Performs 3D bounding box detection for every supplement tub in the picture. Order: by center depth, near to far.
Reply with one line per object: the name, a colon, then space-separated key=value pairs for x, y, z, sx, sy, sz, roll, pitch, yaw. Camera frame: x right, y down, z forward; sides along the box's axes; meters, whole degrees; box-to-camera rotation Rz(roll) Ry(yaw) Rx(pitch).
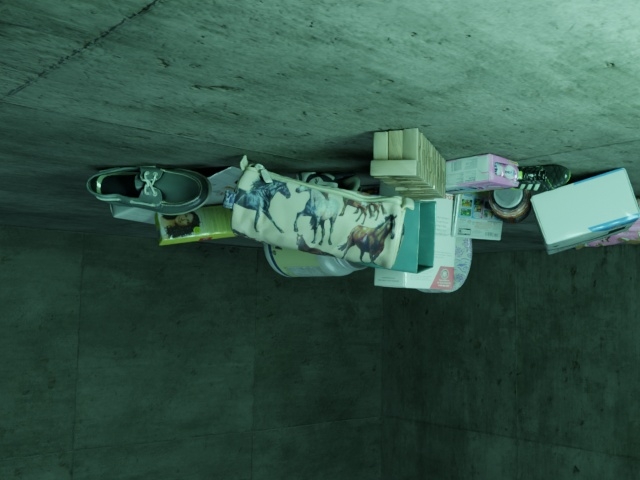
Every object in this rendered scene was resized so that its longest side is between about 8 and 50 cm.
supplement tub: x=0.485 y=-0.104 z=1.855 sx=0.106 sy=0.106 sz=0.198 roll=-1 pitch=175 yaw=17
supplement tub: x=0.000 y=0.000 z=2.357 sx=0.325 sy=0.235 sz=0.235 roll=-4 pitch=172 yaw=41

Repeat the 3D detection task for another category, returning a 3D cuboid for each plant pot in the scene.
plant pot: x=0.146 y=-0.018 z=1.762 sx=0.234 sy=0.165 sz=0.166 roll=4 pitch=-175 yaw=23

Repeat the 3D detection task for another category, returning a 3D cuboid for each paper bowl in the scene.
paper bowl: x=0.335 y=0.019 z=2.229 sx=0.148 sy=0.284 sz=0.284 roll=-3 pitch=173 yaw=41

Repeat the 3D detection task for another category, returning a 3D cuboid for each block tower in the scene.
block tower: x=0.191 y=-0.151 z=1.505 sx=0.091 sy=0.097 sz=0.335 roll=-1 pitch=176 yaw=19

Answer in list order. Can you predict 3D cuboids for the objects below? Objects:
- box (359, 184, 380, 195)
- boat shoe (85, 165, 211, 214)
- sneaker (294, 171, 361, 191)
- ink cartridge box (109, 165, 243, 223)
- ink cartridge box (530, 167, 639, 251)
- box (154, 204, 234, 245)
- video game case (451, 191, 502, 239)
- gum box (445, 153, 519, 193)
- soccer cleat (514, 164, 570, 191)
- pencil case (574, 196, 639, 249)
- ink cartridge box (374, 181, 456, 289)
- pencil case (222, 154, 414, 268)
box: x=0.118 y=-0.132 z=2.039 sx=0.137 sy=0.027 sz=0.094 roll=-2 pitch=175 yaw=26
boat shoe: x=-0.425 y=-0.126 z=1.780 sx=0.320 sy=0.116 sz=0.099 roll=5 pitch=180 yaw=18
sneaker: x=0.055 y=-0.119 z=1.840 sx=0.153 sy=0.094 sz=0.235 roll=8 pitch=169 yaw=35
ink cartridge box: x=-0.324 y=-0.140 z=1.966 sx=0.385 sy=0.091 sz=0.308 roll=-20 pitch=166 yaw=23
ink cartridge box: x=0.663 y=-0.065 z=1.838 sx=0.223 sy=0.129 sz=0.307 roll=-19 pitch=169 yaw=15
box: x=-0.327 y=-0.044 z=1.979 sx=0.232 sy=0.087 sz=0.058 roll=-8 pitch=167 yaw=-24
video game case: x=0.428 y=-0.076 z=1.957 sx=0.157 sy=0.143 sz=0.019 roll=4 pitch=-176 yaw=-25
gum box: x=0.346 y=-0.148 z=1.646 sx=0.107 sy=0.062 sz=0.188 roll=6 pitch=173 yaw=-41
soccer cleat: x=0.486 y=-0.145 z=1.679 sx=0.072 sy=0.060 sz=0.179 roll=8 pitch=174 yaw=-43
pencil case: x=0.893 y=-0.055 z=2.041 sx=0.386 sy=0.167 sz=0.160 roll=-2 pitch=141 yaw=30
ink cartridge box: x=0.258 y=-0.013 z=1.935 sx=0.207 sy=0.283 sz=0.117 roll=6 pitch=176 yaw=-42
pencil case: x=-0.002 y=-0.058 z=1.612 sx=0.410 sy=0.183 sz=0.160 roll=12 pitch=-140 yaw=10
